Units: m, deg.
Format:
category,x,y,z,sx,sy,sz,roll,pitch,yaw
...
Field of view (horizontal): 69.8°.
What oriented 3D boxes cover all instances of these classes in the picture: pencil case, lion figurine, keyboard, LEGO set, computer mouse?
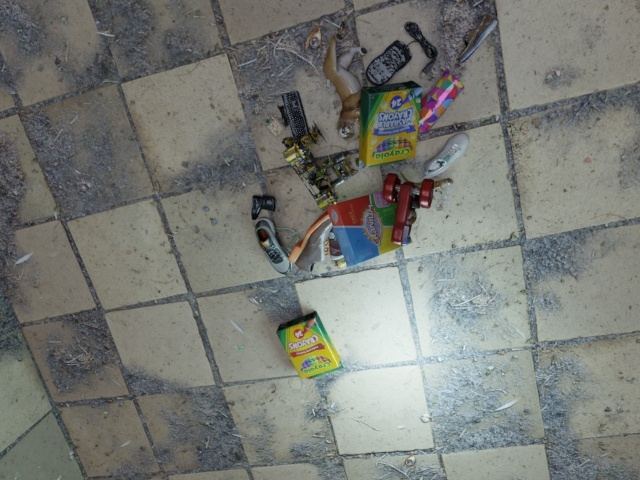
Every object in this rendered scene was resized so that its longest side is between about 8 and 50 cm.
category,x,y,z,sx,sy,sz,roll,pitch,yaw
pencil case,0.433,-0.518,1.725,0.104,0.104,0.236,38,108,-4
lion figurine,0.098,-0.586,1.737,0.142,0.240,0.391,-18,88,-30
keyboard,-0.113,-0.497,1.850,0.100,0.038,0.191,-13,104,13
LEGO set,0.018,-0.301,1.783,0.192,0.255,0.331,-30,104,16
computer mouse,0.308,-0.661,1.725,0.184,0.060,0.262,42,101,-6

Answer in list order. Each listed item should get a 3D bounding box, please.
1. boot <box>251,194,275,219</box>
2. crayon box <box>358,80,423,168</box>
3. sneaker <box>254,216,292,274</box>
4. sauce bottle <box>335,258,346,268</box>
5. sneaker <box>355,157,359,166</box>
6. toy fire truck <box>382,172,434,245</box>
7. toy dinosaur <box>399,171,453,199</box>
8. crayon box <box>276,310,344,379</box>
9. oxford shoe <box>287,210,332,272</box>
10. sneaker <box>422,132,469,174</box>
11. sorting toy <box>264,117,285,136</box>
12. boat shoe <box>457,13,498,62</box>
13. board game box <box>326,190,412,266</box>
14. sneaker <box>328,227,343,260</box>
category,x,y,z,sx,sy,sz,roll,pitch,yaw
boot,-0.246,-0.140,1.982,0.099,0.045,0.121,6,110,1
crayon box,0.251,-0.402,1.683,0.203,0.083,0.322,-13,129,-14
sneaker,-0.215,0.036,1.997,0.100,0.108,0.271,-25,103,14
sauce bottle,0.125,0.076,1.989,0.128,0.042,0.042,-33,100,18
sneaker,0.221,-0.366,1.823,0.192,0.064,0.086,-21,106,6
toy fire truck,0.317,-0.106,1.713,0.170,0.302,0.253,12,93,15
toy dinosaur,0.423,-0.216,1.851,0.212,0.064,0.112,0,84,3
crayon box,-0.043,0.509,2.131,0.202,0.081,0.318,-23,103,15
oxford shoe,0.000,0.000,1.904,0.133,0.130,0.363,40,134,2
sneaker,0.492,-0.327,1.777,0.080,0.094,0.212,45,108,-5
sorting toy,-0.191,-0.473,1.883,0.062,0.012,0.083,-37,102,22
boat shoe,0.554,-0.731,1.661,0.066,0.066,0.183,41,99,0
board game box,0.197,-0.056,1.784,0.064,0.317,0.242,-21,88,54
sneaker,0.132,-0.038,1.922,0.282,0.106,0.162,-28,98,17
